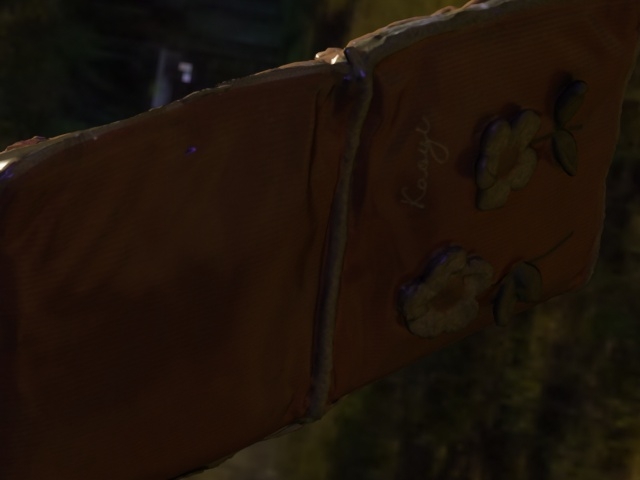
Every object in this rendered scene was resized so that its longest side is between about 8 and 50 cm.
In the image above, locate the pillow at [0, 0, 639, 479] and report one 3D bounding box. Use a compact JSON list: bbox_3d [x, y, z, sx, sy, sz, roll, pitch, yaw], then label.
[{"bbox_3d":[0.000,0.000,0.473,0.043,0.233,0.126,33,133,39],"label":"pillow"}]
